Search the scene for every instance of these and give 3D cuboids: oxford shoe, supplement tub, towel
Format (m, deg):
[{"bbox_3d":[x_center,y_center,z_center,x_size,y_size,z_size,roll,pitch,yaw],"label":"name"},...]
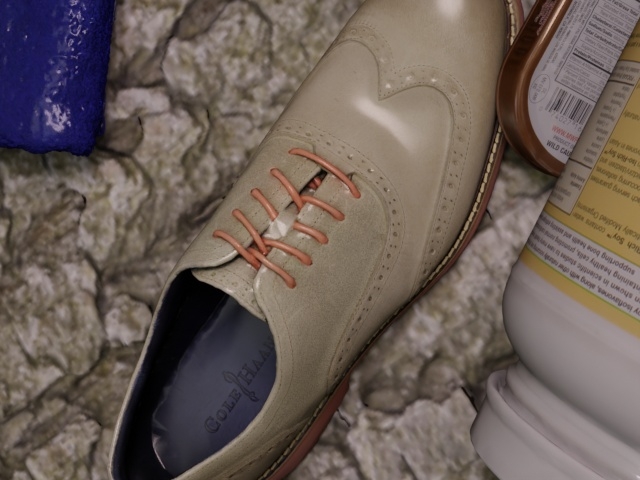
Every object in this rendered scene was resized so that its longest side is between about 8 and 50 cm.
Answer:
[{"bbox_3d":[0.000,0.000,0.699,0.140,0.146,0.397,29,99,17],"label":"oxford shoe"},{"bbox_3d":[0.237,-0.002,0.569,0.241,0.241,0.331,28,99,17],"label":"supplement tub"},{"bbox_3d":[-0.230,-0.220,0.820,0.227,0.076,0.308,10,92,22],"label":"towel"}]

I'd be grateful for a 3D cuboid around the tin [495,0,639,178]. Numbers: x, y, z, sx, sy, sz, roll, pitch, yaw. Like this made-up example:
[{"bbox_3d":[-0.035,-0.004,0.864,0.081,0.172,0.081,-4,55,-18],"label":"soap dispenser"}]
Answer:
[{"bbox_3d":[0.179,-0.122,0.672,0.106,0.040,0.190,25,99,-18],"label":"tin"}]
